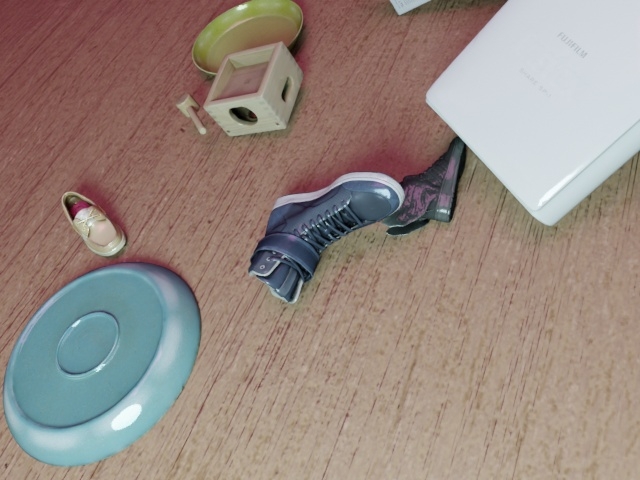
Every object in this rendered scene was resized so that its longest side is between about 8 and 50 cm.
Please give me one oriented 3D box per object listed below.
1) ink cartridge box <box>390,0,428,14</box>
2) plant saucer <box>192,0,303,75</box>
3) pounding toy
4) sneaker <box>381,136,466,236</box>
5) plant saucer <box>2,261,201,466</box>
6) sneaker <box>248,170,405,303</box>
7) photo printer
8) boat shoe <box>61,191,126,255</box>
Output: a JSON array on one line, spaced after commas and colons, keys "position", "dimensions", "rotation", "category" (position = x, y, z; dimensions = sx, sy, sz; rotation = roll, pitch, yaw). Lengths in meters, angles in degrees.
[{"position": [0.216, -0.524, 0.970], "dimensions": [0.311, 0.186, 0.065], "rotation": [-8, 49, 43], "category": "ink cartridge box"}, {"position": [-0.144, -0.406, 1.178], "dimensions": [0.241, 0.037, 0.241], "rotation": [-11, 52, 14], "category": "plant saucer"}, {"position": [-0.153, -0.237, 1.029], "dimensions": [0.206, 0.094, 0.181], "rotation": [-1, 60, 31], "category": "pounding toy"}, {"position": [0.150, -0.080, 0.819], "dimensions": [0.089, 0.051, 0.170], "rotation": [8, 63, 21], "category": "sneaker"}, {"position": [-0.325, 0.156, 0.833], "dimensions": [0.318, 0.043, 0.317], "rotation": [-10, 53, 13], "category": "plant saucer"}, {"position": [0.001, 0.001, 0.765], "dimensions": [0.226, 0.086, 0.163], "rotation": [-15, 40, 41], "category": "sneaker"}, {"position": [0.315, -0.210, 0.715], "dimensions": [0.307, 0.107, 0.256], "rotation": [-46, 60, 24], "category": "photo printer"}, {"position": [-0.393, -0.031, 0.983], "dimensions": [0.170, 0.059, 0.063], "rotation": [32, 71, 35], "category": "boat shoe"}]
